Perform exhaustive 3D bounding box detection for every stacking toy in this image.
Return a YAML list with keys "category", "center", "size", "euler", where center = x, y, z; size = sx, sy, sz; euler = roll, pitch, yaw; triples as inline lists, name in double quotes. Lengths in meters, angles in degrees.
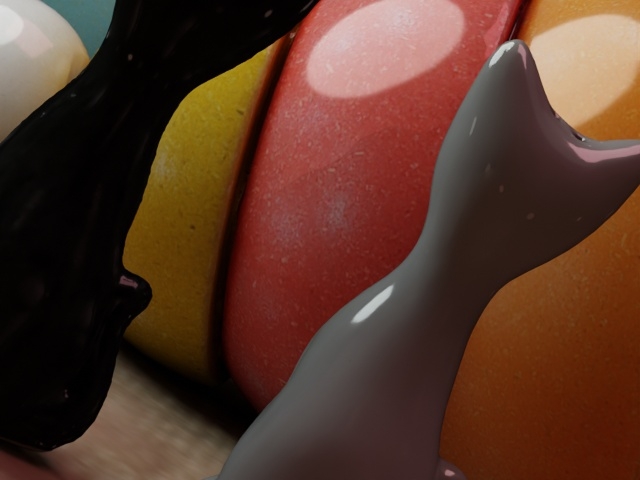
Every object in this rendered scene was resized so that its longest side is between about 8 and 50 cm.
- category: "stacking toy"
  center: [-0.006, -0.026, 0.955]
  size: [0.480, 0.350, 0.350]
  euler: [15, 2, 6]

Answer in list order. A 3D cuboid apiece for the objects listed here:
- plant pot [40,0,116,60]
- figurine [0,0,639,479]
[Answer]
- category: "plant pot"
  center: [-0.087, -0.137, 1.251]
  size: [0.271, 0.255, 0.271]
  euler: [48, 11, -13]
- category: "figurine"
  center: [-0.014, -0.001, 0.686]
  size: [0.215, 0.209, 0.092]
  euler: [31, 4, -10]
